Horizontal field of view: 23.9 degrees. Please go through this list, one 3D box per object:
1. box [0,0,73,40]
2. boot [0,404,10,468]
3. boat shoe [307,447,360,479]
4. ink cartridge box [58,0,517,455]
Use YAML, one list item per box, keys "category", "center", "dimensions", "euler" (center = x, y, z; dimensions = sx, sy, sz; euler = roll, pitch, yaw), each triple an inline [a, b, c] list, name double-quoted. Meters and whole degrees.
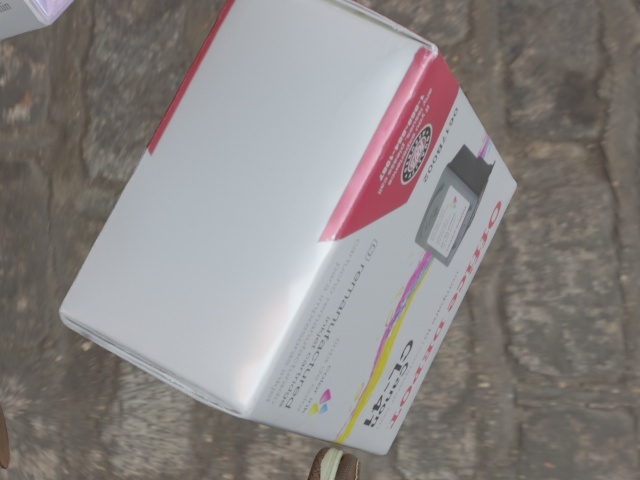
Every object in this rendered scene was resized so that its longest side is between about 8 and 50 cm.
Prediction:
- category: "box"
  center: [-0.047, -0.186, 0.540]
  dimensions: [0.063, 0.067, 0.324]
  euler: [56, 48, -26]
- category: "boot"
  center: [-0.281, 0.122, 1.102]
  dimensions: [0.087, 0.042, 0.118]
  euler: [-9, 117, 1]
- category: "boat shoe"
  center: [0.016, 0.287, 1.180]
  dimensions: [0.095, 0.095, 0.257]
  euler: [12, 57, 0]
- category: "ink cartridge box"
  center: [0.000, 0.000, 0.924]
  dimensions: [0.131, 0.306, 0.226]
  euler: [25, 87, 21]
